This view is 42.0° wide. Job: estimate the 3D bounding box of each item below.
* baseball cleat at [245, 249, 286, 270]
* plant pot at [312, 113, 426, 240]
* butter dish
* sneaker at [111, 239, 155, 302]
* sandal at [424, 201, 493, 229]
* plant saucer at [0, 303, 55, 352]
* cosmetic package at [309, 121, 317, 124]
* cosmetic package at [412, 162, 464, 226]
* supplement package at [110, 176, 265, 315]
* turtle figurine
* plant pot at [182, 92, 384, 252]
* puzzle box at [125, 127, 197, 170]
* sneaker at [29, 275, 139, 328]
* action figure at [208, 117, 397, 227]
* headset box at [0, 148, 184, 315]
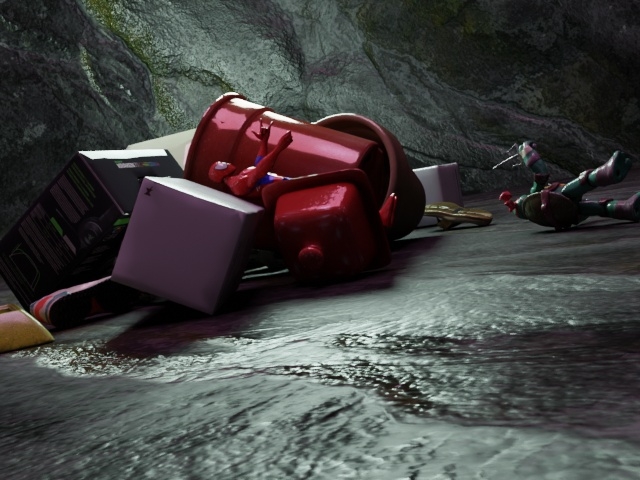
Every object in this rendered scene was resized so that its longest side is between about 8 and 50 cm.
[{"bbox_3d":[-0.133,0.024,1.501,0.206,0.072,0.109,-15,12,-20],"label":"baseball cleat"},{"bbox_3d":[0.085,-0.087,1.601,0.263,0.263,0.229,-7,-14,33],"label":"plant pot"},{"bbox_3d":[0.000,0.000,1.133,0.160,0.160,0.118,-9,26,19],"label":"butter dish"},{"bbox_3d":[-0.259,0.068,1.267,0.069,0.084,0.185,16,11,-40],"label":"sneaker"},{"bbox_3d":[0.274,-0.044,1.716,0.072,0.049,0.180,-20,24,-41],"label":"sandal"},{"bbox_3d":[-0.444,0.117,1.047,0.188,0.045,0.188,-11,4,-24],"label":"plant saucer"},{"bbox_3d":[-0.169,-0.111,1.991,0.377,0.284,0.097,-11,1,-9],"label":"cosmetic package"},{"bbox_3d":[0.209,-0.101,2.004,0.224,0.138,0.225,-8,3,22],"label":"cosmetic package"},{"bbox_3d":[-0.167,0.000,1.105,0.139,0.134,0.244,19,4,0],"label":"supplement package"},{"bbox_3d":[0.386,-0.072,1.324,0.175,0.118,0.234,38,-25,-32],"label":"turtle figurine"},{"bbox_3d":[-0.048,-0.087,1.386,0.265,0.272,0.272,14,11,18],"label":"plant pot"},{"bbox_3d":[-0.393,-0.065,1.751,0.272,0.052,0.409,-6,46,36],"label":"puzzle box"},{"bbox_3d":[-0.333,0.081,1.175,0.075,0.057,0.161,5,14,36],"label":"sneaker"},{"bbox_3d":[-0.024,-0.108,1.221,0.280,0.139,0.091,9,-2,8],"label":"action figure"},{"bbox_3d":[-0.361,-0.027,1.400,0.283,0.131,0.246,-42,-11,22],"label":"headset box"}]
